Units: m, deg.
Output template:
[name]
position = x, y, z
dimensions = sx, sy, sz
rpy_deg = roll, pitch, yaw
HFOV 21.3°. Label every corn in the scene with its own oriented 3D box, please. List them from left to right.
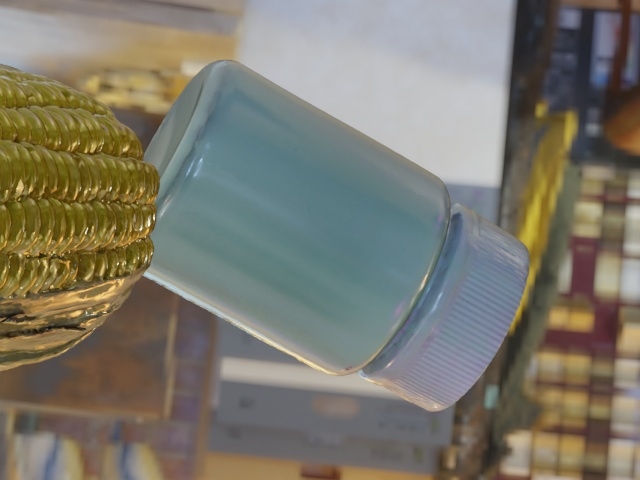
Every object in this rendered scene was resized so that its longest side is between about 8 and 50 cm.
[corn]
position = -0.159, -0.011, 0.627
dimensions = 0.122, 0.123, 0.305
rpy_deg = 20, -175, 19

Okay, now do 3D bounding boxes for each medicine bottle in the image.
[medicine bottle]
position = 0.000, 0.000, 1.023
dimensions = 0.225, 0.139, 0.139
rpy_deg = 29, 163, -13
